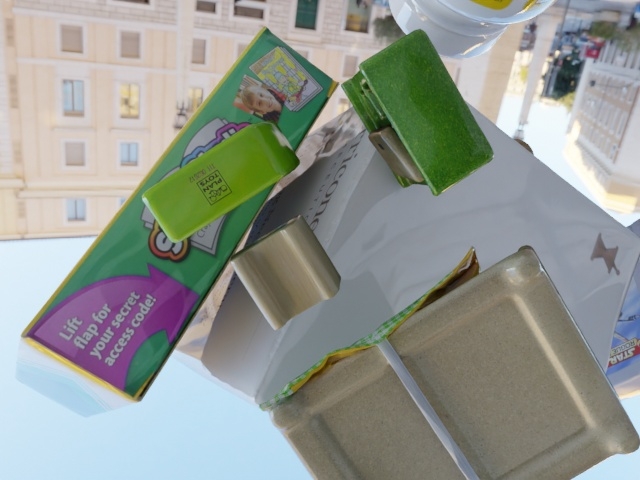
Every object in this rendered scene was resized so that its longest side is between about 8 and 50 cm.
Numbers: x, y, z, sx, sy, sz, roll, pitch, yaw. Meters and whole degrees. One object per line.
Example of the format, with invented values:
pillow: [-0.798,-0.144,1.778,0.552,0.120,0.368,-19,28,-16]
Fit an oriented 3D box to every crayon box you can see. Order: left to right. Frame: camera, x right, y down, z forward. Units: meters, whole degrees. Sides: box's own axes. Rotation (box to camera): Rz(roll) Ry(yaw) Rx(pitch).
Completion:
crayon box: [-0.160,-0.003,0.603,0.106,0.313,0.363,36,-121,-15]

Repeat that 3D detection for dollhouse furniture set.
dollhouse furniture set: [0.048,0.043,0.403,0.197,0.301,0.151,-32,-172,3]

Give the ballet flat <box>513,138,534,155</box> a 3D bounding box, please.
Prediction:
ballet flat: [0.236,-0.067,1.058,0.124,0.342,0.116,0,-121,-55]

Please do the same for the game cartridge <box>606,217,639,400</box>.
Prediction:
game cartridge: [0.384,0.107,0.757,0.062,0.297,0.198,21,-130,-17]

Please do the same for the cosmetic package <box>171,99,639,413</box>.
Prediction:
cosmetic package: [0.067,0.074,0.671,0.327,0.329,0.394,32,163,-18]

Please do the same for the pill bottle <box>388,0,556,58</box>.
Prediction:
pill bottle: [0.183,-0.325,0.505,0.188,0.188,0.334,2,159,-14]
